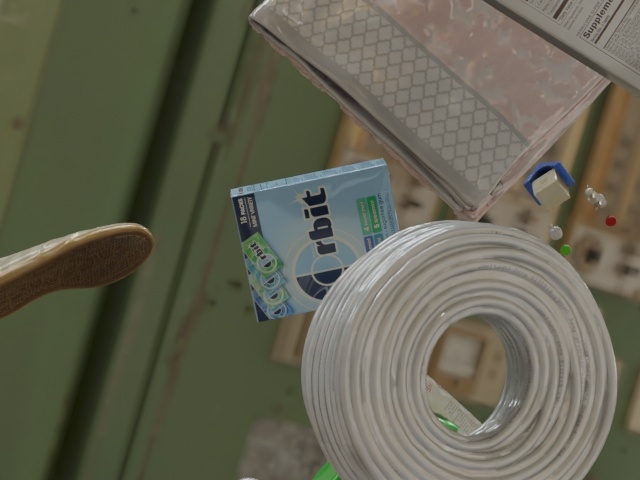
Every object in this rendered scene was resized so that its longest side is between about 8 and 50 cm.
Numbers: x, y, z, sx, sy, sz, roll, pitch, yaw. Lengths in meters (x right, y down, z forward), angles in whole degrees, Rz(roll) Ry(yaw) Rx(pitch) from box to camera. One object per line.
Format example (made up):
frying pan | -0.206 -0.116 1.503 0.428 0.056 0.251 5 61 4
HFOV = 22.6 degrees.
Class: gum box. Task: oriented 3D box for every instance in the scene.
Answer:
gum box | 0.000 0.000 1.869 0.184 0.157 0.041 -11 15 -1

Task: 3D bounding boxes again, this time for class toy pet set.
toy pet set | 0.333 -0.048 2.241 0.114 0.122 0.065 49 21 -22

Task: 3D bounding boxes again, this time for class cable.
cable | 0.117 0.112 1.305 0.257 0.257 0.089 -22 8 -20

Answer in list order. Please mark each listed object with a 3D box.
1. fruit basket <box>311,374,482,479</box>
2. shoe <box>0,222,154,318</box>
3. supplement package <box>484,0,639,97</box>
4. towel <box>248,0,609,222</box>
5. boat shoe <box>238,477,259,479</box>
fruit basket | 0.171 0.427 2.565 0.353 0.327 0.165 42 -14 -16
shoe | -0.294 0.022 1.798 0.219 0.076 0.058 -20 44 -1
supplement package | 0.269 -0.241 1.362 0.263 0.198 0.199 31 9 -6
towel | 0.142 -0.236 1.660 0.332 0.317 0.053 42 -8 7
boat shoe | -0.044 0.351 1.954 0.183 0.065 0.083 46 -22 22
